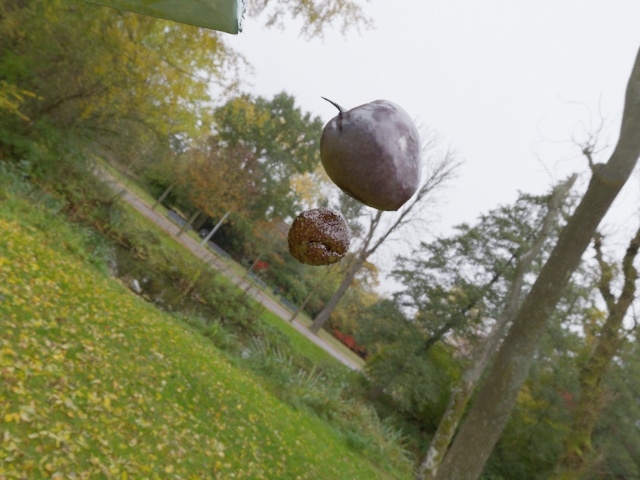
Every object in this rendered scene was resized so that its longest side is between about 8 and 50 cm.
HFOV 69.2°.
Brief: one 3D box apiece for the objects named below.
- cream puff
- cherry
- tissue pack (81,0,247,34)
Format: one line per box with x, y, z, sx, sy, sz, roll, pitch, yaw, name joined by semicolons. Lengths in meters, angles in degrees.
0.000;0.000;1.018;0.149;0.149;0.084;42;9;-33;cream puff
0.107;-0.183;0.944;0.183;0.213;0.266;-15;-78;61;cherry
-0.291;-0.493;0.676;0.387;0.162;0.287;9;-39;-8;tissue pack
